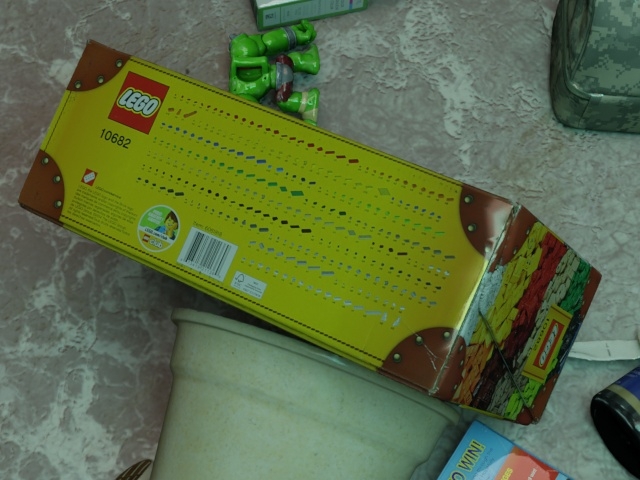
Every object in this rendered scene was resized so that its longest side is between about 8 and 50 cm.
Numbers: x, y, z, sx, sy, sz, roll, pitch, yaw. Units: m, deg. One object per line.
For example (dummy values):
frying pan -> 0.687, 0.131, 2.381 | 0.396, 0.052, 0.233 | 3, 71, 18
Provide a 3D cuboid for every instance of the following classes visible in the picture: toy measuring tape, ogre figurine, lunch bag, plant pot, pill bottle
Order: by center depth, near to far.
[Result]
plant pot -> -0.057, 0.273, 1.501 | 0.334, 0.334, 0.305 | 19, 80, 7
pill bottle -> 0.434, 0.176, 1.625 | 0.219, 0.123, 0.123 | -31, 71, -13
toy measuring tape -> 0.237, 0.088, 1.656 | 0.330, 0.121, 0.121 | -1, 67, 3
lunch bag -> 0.451, -0.272, 1.739 | 0.305, 0.256, 0.212 | 5, 68, 1
ogre figurine -> -0.061, -0.204, 1.795 | 0.118, 0.097, 0.197 | 6, 78, -11

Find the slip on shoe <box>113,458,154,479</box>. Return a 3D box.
slip on shoe -> -0.230, 0.312, 1.609 | 0.041, 0.051, 0.135 | 51, 61, -23

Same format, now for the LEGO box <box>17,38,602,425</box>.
LEGO box -> 0.000, 0.000, 1.481 | 0.500, 0.372, 0.193 | 23, 88, 25

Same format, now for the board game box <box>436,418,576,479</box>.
board game box -> 0.219, 0.409, 1.546 | 0.302, 0.086, 0.308 | 31, 71, 12

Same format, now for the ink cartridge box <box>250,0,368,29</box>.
ink cartridge box -> 0.004, -0.360, 1.875 | 0.209, 0.062, 0.109 | -13, 68, -6
